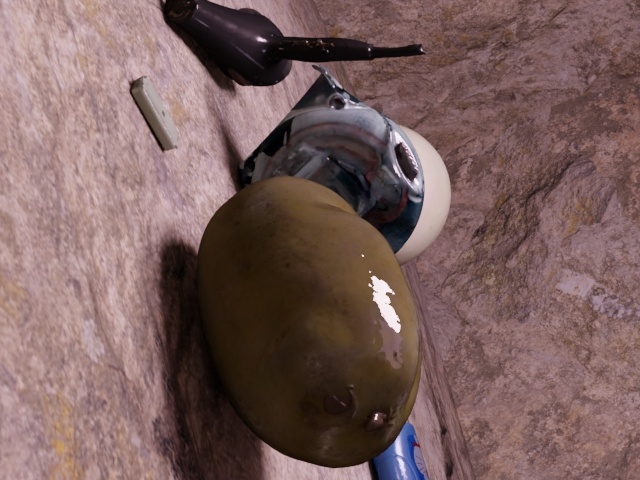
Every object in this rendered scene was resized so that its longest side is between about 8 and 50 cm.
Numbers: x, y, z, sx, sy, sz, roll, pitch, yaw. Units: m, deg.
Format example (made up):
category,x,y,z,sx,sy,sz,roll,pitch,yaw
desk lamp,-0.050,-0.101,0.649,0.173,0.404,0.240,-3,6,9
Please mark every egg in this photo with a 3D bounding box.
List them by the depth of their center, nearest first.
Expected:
category,x,y,z,sx,sy,sz,roll,pitch,yaw
egg,0.110,-0.082,1.791,0.345,0.283,0.283,-67,137,-68

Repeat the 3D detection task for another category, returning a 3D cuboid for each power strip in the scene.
category,x,y,z,sx,sy,sz,roll,pitch,yaw
power strip,-0.187,-0.145,1.061,0.040,0.016,0.090,-92,159,-59

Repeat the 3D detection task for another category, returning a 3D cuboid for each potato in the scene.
category,x,y,z,sx,sy,sz,roll,pitch,yaw
potato,-0.010,0.086,0.976,0.243,0.221,0.326,74,-8,-54

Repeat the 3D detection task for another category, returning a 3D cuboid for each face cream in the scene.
category,x,y,z,sx,sy,sz,roll,pitch,yaw
face cream,0.150,0.440,1.545,0.149,0.083,0.264,39,33,-66

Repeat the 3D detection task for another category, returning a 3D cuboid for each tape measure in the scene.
category,x,y,z,sx,sy,sz,roll,pitch,yaw
tape measure,0.017,-0.080,1.363,0.275,0.256,0.147,43,14,-3

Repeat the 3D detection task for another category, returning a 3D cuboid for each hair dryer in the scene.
category,x,y,z,sx,sy,sz,roll,pitch,yaw
hair dryer,-0.023,-0.298,1.367,0.303,0.359,0.120,23,74,-67
